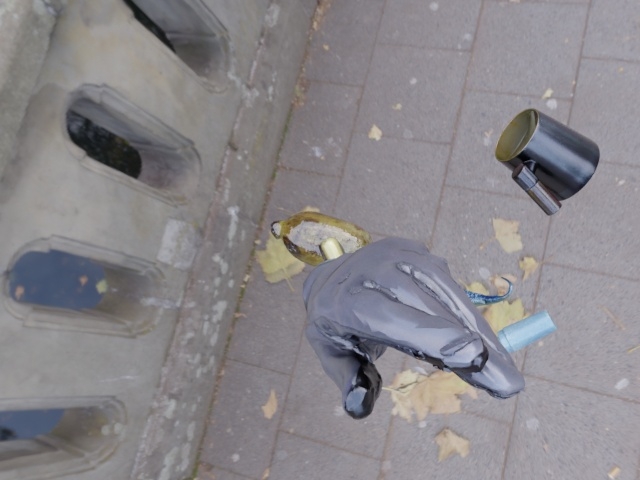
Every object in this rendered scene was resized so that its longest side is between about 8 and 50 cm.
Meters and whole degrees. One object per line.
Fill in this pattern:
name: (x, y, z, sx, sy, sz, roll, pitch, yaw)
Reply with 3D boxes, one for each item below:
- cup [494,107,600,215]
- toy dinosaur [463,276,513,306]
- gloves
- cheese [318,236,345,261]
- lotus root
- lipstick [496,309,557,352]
cup: (0.522, -0.184, 1.354, 0.177, 0.239, 0.166, 28, 119, -17)
toy dinosaur: (0.379, 0.183, 1.655, 0.363, 0.076, 0.147, -5, 101, 49)
gloves: (0.042, 0.063, 0.469, 0.142, 0.285, 0.119, -47, 110, -13)
cheese: (0.044, 0.073, 0.924, 0.036, 0.086, 0.162, -24, 84, -1)
lotus root: (0.000, 0.000, 1.427, 0.260, 0.145, 0.128, 17, 87, 5)
lipstick: (0.482, 0.269, 1.566, 0.274, 0.061, 0.068, -31, 30, 18)
